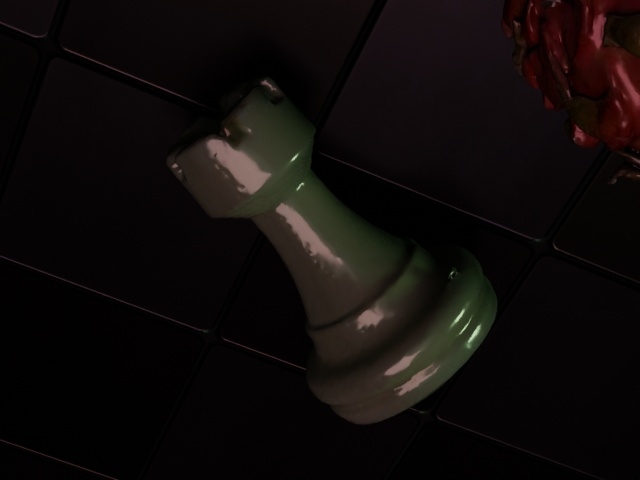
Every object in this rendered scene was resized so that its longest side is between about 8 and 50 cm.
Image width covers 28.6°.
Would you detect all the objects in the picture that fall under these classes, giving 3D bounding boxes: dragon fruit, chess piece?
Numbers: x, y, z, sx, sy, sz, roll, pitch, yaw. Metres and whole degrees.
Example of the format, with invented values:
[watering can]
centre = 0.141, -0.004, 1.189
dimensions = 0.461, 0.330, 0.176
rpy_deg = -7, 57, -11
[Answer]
[dragon fruit]
centre = 0.279, -0.180, 0.935
dimensions = 0.291, 0.250, 0.269
rpy_deg = 19, 121, 9
[chess piece]
centre = 0.000, 0.000, 1.122
dimensions = 0.194, 0.195, 0.299
rpy_deg = -33, 108, 24
